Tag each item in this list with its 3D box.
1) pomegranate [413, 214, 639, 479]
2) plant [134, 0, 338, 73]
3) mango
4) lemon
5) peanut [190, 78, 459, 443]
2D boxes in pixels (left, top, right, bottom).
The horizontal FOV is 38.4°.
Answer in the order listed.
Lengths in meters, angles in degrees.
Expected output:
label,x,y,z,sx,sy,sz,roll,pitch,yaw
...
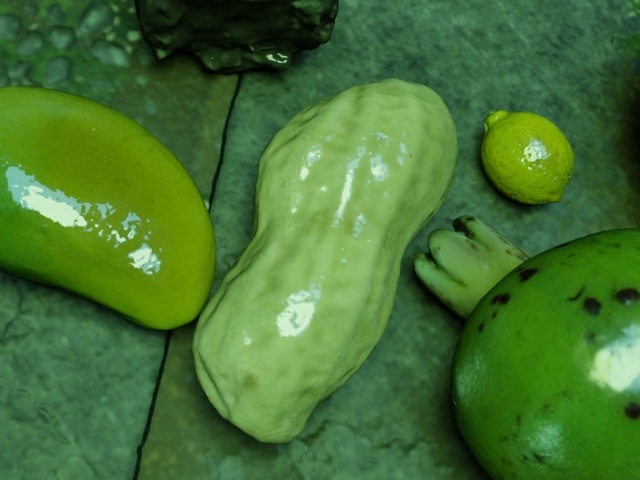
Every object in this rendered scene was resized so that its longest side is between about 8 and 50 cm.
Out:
label,x,y,z,sx,sy,sz,roll,pitch,yaw
pomegranate,0.160,0.068,0.566,0.202,0.202,0.248,-27,50,-22
plant,-0.060,-0.258,0.646,0.149,0.146,0.274,24,53,-53
mango,-0.149,-0.025,0.574,0.191,0.085,0.122,27,55,-13
lemon,0.149,-0.062,0.669,0.062,0.062,0.083,-34,82,-23
peanut,0.000,0.000,0.580,0.124,0.123,0.256,30,67,-1
